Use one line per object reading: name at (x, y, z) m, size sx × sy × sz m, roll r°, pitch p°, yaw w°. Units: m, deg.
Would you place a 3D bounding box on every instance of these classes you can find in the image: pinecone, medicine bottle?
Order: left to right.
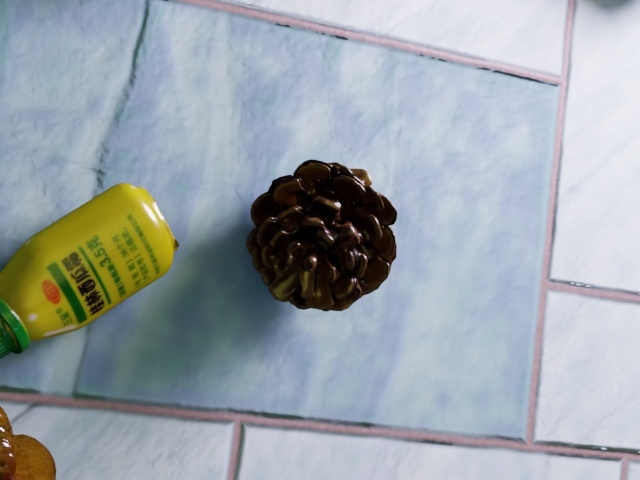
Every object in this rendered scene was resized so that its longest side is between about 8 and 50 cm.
medicine bottle at (-0.281, 0.060, 1.339) m, size 0.309 × 0.076 × 0.111 m, roll -34°, pitch 122°, yaw -17°
pinecone at (0.000, 0.000, 1.421) m, size 0.173 × 0.173 × 0.174 m, roll 1°, pitch 87°, yaw -24°

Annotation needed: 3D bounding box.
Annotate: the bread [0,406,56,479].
bread at (-0.357, 0.244, 1.259) m, size 0.246 × 0.135 × 0.232 m, roll 14°, pitch 93°, yaw -27°
